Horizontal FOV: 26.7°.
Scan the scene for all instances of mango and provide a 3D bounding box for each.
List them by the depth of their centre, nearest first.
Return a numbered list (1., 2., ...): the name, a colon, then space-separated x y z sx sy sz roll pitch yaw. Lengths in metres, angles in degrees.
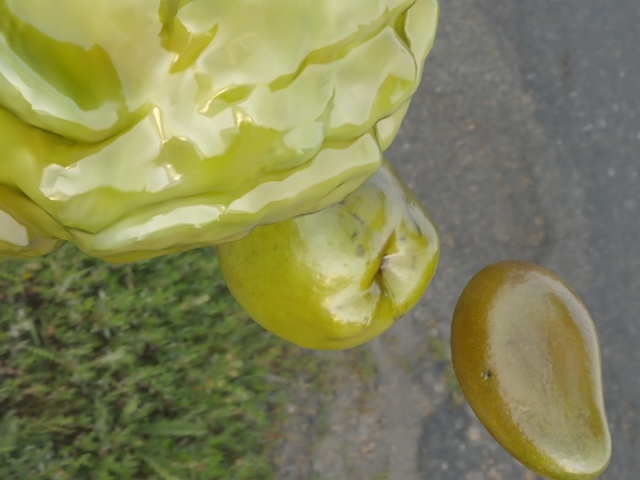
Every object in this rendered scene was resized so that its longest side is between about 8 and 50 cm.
1. mango: 0.190 0.115 1.220 0.136 0.099 0.227 -12 56 -6

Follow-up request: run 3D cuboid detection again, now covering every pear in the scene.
1. pear: 0.000 0.000 1.208 0.200 0.200 0.200 18 63 -40

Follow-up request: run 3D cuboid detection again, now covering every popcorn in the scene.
1. popcorn: -0.077 -0.101 0.409 0.251 0.237 0.206 -37 131 -72
